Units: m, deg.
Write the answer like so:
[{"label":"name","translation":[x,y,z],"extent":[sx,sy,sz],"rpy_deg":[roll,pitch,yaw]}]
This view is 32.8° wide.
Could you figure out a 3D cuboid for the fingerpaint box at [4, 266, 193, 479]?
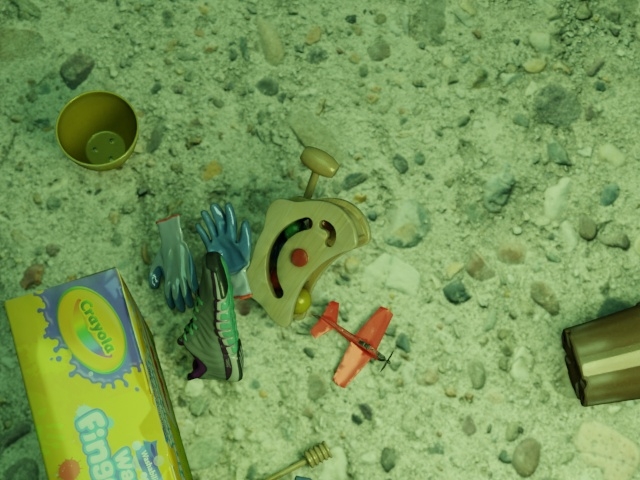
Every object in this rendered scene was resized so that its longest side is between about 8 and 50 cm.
[{"label":"fingerpaint box","translation":[-0.272,0.309,1.499],"extent":[0.163,0.371,0.445],"rpy_deg":[-17,74,-7]}]

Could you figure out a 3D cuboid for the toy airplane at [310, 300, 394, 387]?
[{"label":"toy airplane","translation":[0.050,0.153,1.738],"extent":[0.151,0.028,0.151],"rpy_deg":[0,73,-1]}]

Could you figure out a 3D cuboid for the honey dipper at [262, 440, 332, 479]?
[{"label":"honey dipper","translation":[-0.059,0.357,1.671],"extent":[0.160,0.030,0.031],"rpy_deg":[-26,75,-6]}]

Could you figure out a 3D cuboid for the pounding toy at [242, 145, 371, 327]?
[{"label":"pounding toy","translation":[0.000,0.000,1.727],"extent":[0.154,0.155,0.270],"rpy_deg":[25,104,17]}]

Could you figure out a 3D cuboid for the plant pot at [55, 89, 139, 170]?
[{"label":"plant pot","translation":[-0.361,-0.167,1.794],"extent":[0.134,0.095,0.134],"rpy_deg":[0,71,-1]}]

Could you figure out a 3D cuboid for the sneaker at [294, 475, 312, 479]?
[{"label":"sneaker","translation":[-0.007,0.468,1.612],"extent":[0.090,0.081,0.232],"rpy_deg":[3,79,-4]}]

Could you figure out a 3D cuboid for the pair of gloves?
[{"label":"pair of gloves","translation":[-0.193,0.028,1.721],"extent":[0.198,0.023,0.159],"rpy_deg":[-12,88,24]}]

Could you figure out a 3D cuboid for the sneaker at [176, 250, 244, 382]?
[{"label":"sneaker","translation":[-0.178,0.125,1.661],"extent":[0.098,0.083,0.224],"rpy_deg":[-6,115,2]}]

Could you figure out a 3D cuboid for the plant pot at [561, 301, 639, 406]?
[{"label":"plant pot","translation":[0.470,0.179,1.684],"extent":[0.165,0.167,0.167],"rpy_deg":[-14,73,3]}]
